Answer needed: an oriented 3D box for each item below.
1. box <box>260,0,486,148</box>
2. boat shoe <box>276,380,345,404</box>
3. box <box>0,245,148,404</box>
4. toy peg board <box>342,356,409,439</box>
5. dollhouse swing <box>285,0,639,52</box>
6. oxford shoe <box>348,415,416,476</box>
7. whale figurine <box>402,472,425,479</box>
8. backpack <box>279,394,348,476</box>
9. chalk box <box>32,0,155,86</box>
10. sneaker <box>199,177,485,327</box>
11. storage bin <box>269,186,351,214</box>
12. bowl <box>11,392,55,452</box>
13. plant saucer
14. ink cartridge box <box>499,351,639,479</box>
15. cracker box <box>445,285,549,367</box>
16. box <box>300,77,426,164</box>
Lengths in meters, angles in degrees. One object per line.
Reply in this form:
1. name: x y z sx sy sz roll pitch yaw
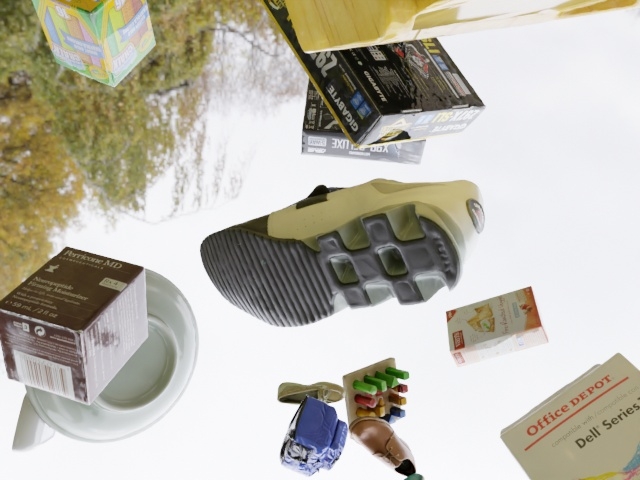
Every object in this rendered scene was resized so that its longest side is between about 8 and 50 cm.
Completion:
1. box: 0.079 -0.300 1.076 0.257 0.079 0.322 -14 -113 -44
2. boat shoe: -0.020 0.346 1.533 0.153 0.056 0.048 6 -160 -2
3. box: -0.428 0.144 1.209 0.169 0.167 0.203 13 -147 12
4. toy peg board: 0.145 0.382 1.640 0.161 0.160 0.079 -13 -170 -35
5. dollhouse swing: 0.168 -0.310 0.544 0.347 0.305 0.315 -17 -94 -32
6. oxford shoe: 0.143 0.447 1.489 0.076 0.212 0.076 -46 -150 7
7. whale figurine: 0.109 0.581 1.404 0.141 0.272 0.216 37 -174 -1
8. backpack: -0.015 0.346 1.170 0.101 0.120 0.098 28 -140 3
9. chalk box: -0.381 -0.365 1.189 0.132 0.213 0.132 24 -118 12
10. sneaker: 0.021 0.004 0.728 0.331 0.122 0.146 -6 -155 36
11. storage bin: 0.000 0.000 1.055 0.180 0.122 0.084 -22 170 37
12. bowl: -0.608 0.387 1.495 0.053 0.142 0.142 13 175 -1
13. plant saucer: -0.425 0.255 1.494 0.400 0.400 0.101 -27 -158 -34
14. ink cartridge box: 0.379 0.292 0.875 0.207 0.119 0.353 -36 -144 1
15. cracker box: 0.436 0.215 1.725 0.232 0.067 0.155 -20 -150 18
16. box: 0.093 -0.303 1.423 0.243 0.076 0.307 5 -125 0
